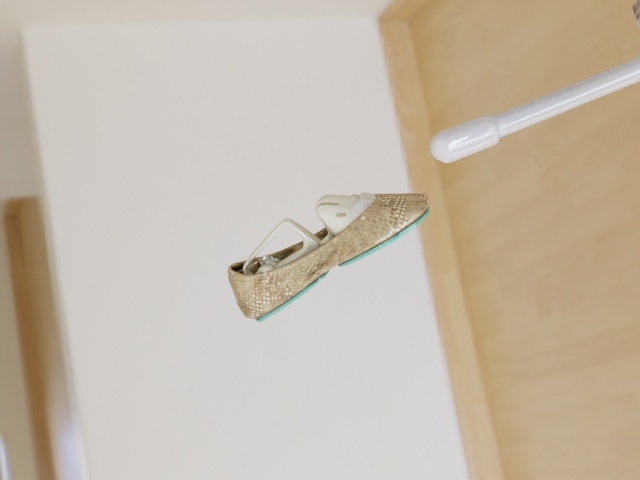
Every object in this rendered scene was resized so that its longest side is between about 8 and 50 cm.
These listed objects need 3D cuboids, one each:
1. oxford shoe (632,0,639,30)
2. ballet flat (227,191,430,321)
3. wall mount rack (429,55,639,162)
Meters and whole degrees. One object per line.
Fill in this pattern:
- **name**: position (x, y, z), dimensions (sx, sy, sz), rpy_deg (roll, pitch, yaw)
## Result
- **oxford shoe**: position (0.384, -0.289, 1.113), dimensions (0.271, 0.097, 0.098), rpy_deg (-52, 43, 29)
- **ballet flat**: position (0.000, 0.000, 1.100), dimensions (0.067, 0.206, 0.073), rpy_deg (54, -167, -13)
- **wall mount rack**: position (0.186, -0.152, 0.555), dimensions (0.304, 0.130, 0.350), rpy_deg (4, 132, 29)
